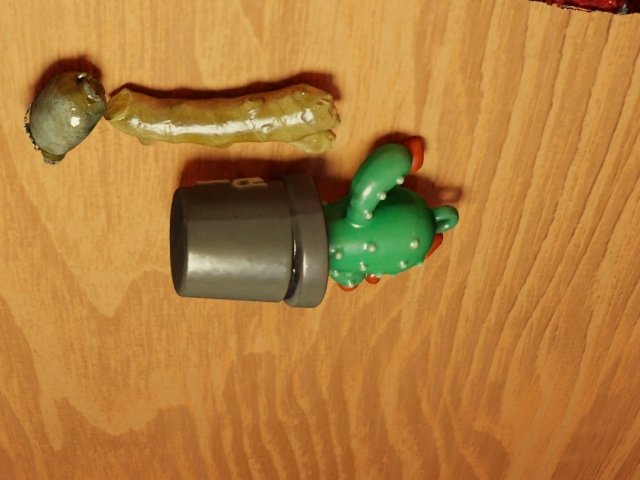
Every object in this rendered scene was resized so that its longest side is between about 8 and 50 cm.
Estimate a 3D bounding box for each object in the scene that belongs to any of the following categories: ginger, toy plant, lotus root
[{"bbox_3d":[-0.123,-0.157,1.690,0.299,0.065,0.118,2,142,-4],"label":"ginger"},{"bbox_3d":[0.002,-0.012,1.826,0.400,0.185,0.279,-2,118,-16],"label":"toy plant"},{"bbox_3d":[-0.319,-0.151,1.658,0.088,0.088,0.165,16,145,-26],"label":"lotus root"}]

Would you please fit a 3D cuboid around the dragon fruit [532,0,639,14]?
[{"bbox_3d":[0.296,-0.316,1.485,0.161,0.120,0.127,11,-164,23],"label":"dragon fruit"}]
